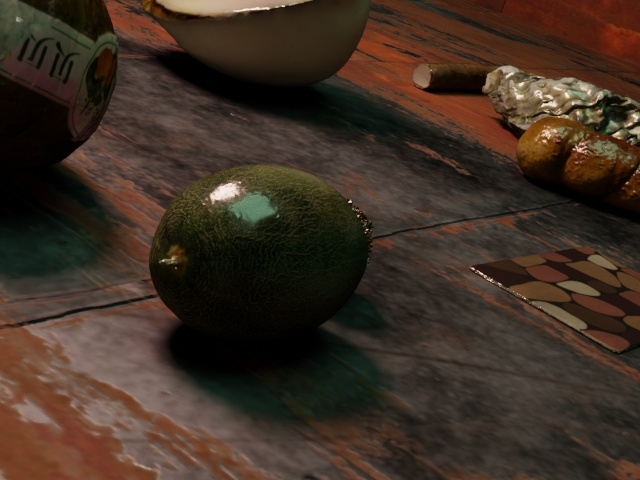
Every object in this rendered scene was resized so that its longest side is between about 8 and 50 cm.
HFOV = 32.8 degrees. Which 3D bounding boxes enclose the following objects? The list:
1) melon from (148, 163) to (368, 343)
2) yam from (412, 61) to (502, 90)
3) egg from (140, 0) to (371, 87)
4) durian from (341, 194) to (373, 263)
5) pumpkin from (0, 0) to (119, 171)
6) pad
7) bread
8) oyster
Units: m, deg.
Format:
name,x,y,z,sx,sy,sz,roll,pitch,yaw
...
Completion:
name,x,y,z,sx,sy,sz,roll,pitch,yaw
melon,-0.039,0.010,0.693,0.114,0.114,0.167,31,21,32
yam,0.237,-0.269,1.791,0.046,0.046,0.264,30,24,31
egg,-0.068,-0.272,1.369,0.286,0.174,0.264,-19,34,-21
durian,0.000,0.000,0.806,0.080,0.080,0.091,15,-1,-8
pumpkin,-0.280,-0.137,0.792,0.260,0.189,0.260,23,-9,4
pad,0.261,0.049,1.016,0.158,0.003,0.235,32,23,34
bread,0.410,-0.072,1.352,0.344,0.084,0.124,20,20,4
oyster,0.373,-0.179,1.571,0.267,0.112,0.198,14,20,-3
